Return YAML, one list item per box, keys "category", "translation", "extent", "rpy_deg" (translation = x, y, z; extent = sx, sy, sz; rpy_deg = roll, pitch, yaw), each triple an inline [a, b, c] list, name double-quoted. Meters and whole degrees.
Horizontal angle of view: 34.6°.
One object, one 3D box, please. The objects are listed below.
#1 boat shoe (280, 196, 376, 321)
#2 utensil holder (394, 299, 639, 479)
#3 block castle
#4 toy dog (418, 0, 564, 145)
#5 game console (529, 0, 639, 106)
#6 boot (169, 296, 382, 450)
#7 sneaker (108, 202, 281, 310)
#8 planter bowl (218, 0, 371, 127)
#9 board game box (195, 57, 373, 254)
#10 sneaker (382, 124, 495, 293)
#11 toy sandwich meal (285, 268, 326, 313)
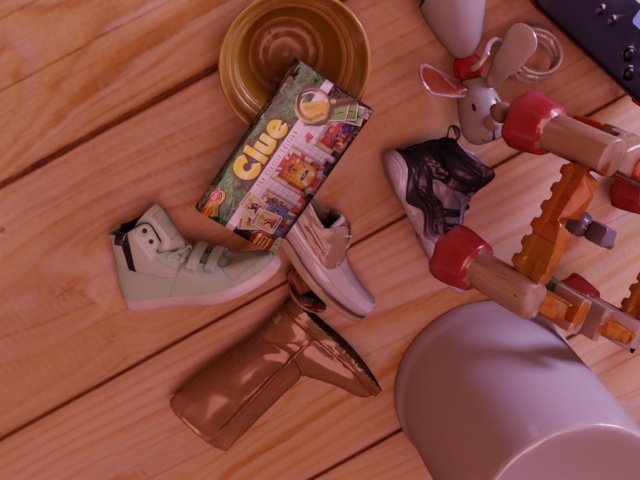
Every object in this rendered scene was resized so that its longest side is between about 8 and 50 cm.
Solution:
- category: "boat shoe"
  translation: [0.000, 0.000, 1.578]
  extent: [0.103, 0.113, 0.302]
  rpy_deg: [-38, 113, 10]
- category: "utensil holder"
  translation: [0.324, 0.318, 1.628]
  extent: [0.328, 0.385, 0.327]
  rpy_deg: [-4, 112, -11]
- category: "block castle"
  translation: [0.372, -0.023, 1.529]
  extent: [0.453, 0.213, 0.303]
  rpy_deg: [18, 101, -50]
- category: "toy dog"
  translation: [0.215, -0.303, 1.460]
  extent: [0.220, 0.161, 0.333]
  rpy_deg: [-40, 106, 1]
- category: "game console"
  translation: [0.519, -0.417, 1.512]
  extent: [0.342, 0.060, 0.386]
  rpy_deg: [34, 93, -31]
- category: "boot"
  translation: [-0.070, 0.247, 1.681]
  extent: [0.269, 0.089, 0.236]
  rpy_deg: [-43, 104, 7]
- category: "sneaker"
  translation: [-0.194, 0.014, 1.526]
  extent: [0.256, 0.094, 0.151]
  rpy_deg: [-10, 113, 12]
- category: "planter bowl"
  translation: [-0.043, -0.260, 1.476]
  extent: [0.217, 0.090, 0.217]
  rpy_deg: [-4, 113, -10]
- category: "board game box"
  translation: [-0.052, -0.116, 1.467]
  extent: [0.136, 0.030, 0.259]
  rpy_deg: [31, 103, -18]
- category: "sneaker"
  translation: [0.214, -0.049, 1.609]
  extent: [0.153, 0.101, 0.268]
  rpy_deg: [-28, 112, 3]
- category: "toy sandwich meal"
  translation: [-0.018, 0.077, 1.625]
  extent: [0.085, 0.085, 0.029]
  rpy_deg: [32, 121, -22]
